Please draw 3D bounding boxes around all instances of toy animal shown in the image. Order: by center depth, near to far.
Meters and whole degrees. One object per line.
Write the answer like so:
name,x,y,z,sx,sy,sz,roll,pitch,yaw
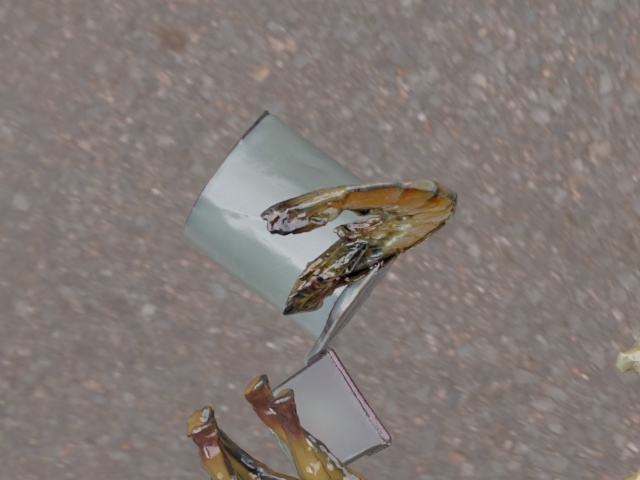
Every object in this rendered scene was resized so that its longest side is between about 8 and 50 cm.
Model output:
toy animal,0.040,0.168,1.008,0.275,0.149,0.054,34,49,8

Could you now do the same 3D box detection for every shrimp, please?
shrimp,0.001,0.003,1.244,0.195,0.148,0.035,-36,65,37

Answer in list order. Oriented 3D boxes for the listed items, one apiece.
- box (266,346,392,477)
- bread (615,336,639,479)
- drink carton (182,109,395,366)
box,-0.001,0.130,1.251,0.063,0.060,0.084,-32,86,-21
bread,0.375,0.154,1.399,0.245,0.329,0.424,19,110,-6
drink carton,-0.022,-0.005,1.676,0.189,0.191,0.185,33,60,3
